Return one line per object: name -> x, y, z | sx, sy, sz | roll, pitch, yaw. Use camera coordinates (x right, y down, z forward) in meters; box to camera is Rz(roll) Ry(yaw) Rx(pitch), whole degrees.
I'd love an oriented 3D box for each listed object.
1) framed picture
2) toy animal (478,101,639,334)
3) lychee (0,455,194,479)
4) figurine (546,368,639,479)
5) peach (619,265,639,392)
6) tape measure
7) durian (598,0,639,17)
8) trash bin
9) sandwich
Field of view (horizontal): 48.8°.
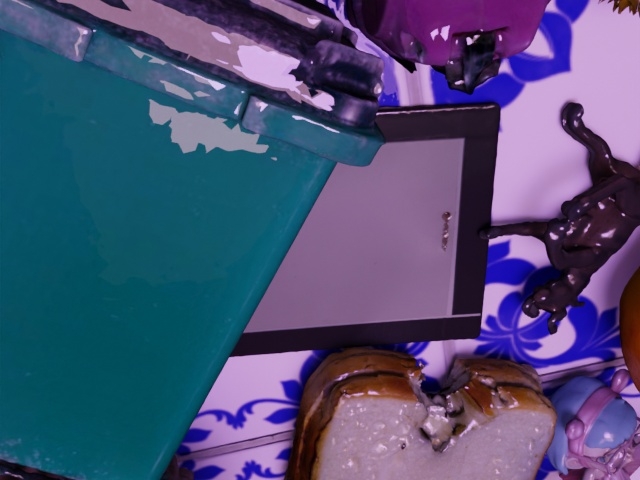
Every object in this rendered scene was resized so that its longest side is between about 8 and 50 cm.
framed picture -> 0.000, 0.000, 0.700 | 0.347, 0.016, 0.264 | -4, 116, -4
toy animal -> 0.260, -0.022, 0.694 | 0.148, 0.084, 0.232 | 22, 106, -37
lychee -> -0.246, 0.341, 0.609 | 0.381, 0.432, 0.380 | -5, 107, -16
figurine -> 0.302, 0.277, 0.813 | 0.205, 0.103, 0.260 | -31, 123, -20
peach -> 0.442, 0.104, 0.634 | 0.289, 0.308, 0.288 | -2, 126, -3
tape measure -> 0.075, -0.229, 0.477 | 0.149, 0.231, 0.245 | -7, 115, -3
durian -> 0.254, -0.259, 0.524 | 0.237, 0.137, 0.193 | -42, 115, 9
trash bin -> -0.156, -0.027, 0.520 | 0.295, 0.259, 0.381 | 21, 109, -12
sandwich -> 0.103, 0.235, 0.778 | 0.273, 0.095, 0.248 | 7, 118, -11
